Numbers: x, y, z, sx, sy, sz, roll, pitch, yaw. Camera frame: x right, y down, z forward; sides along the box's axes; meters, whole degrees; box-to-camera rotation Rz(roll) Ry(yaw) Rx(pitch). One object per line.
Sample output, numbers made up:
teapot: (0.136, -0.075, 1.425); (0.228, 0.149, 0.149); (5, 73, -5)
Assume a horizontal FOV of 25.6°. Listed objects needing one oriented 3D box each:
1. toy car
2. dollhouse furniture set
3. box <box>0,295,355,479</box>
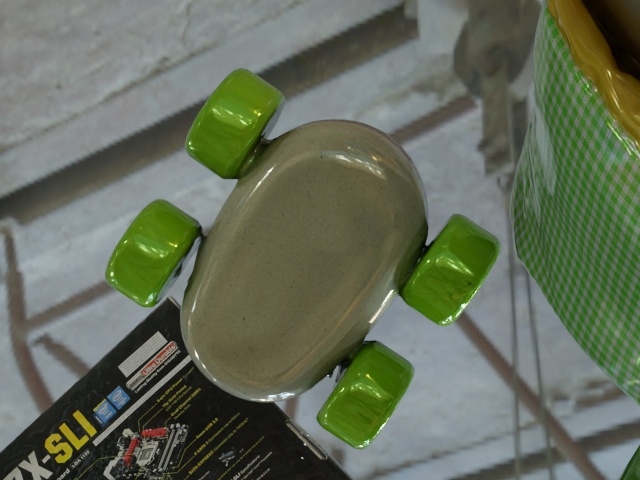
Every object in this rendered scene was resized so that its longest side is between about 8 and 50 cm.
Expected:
toy car: (0.000, 0.000, 0.751); (0.155, 0.188, 0.149); (34, 102, 2)
dollhouse furniture set: (0.118, 0.044, 0.506); (0.151, 0.301, 0.197); (-22, 147, -21)
box: (-0.145, 0.236, 1.071); (0.322, 0.257, 0.079); (-44, 145, -9)
